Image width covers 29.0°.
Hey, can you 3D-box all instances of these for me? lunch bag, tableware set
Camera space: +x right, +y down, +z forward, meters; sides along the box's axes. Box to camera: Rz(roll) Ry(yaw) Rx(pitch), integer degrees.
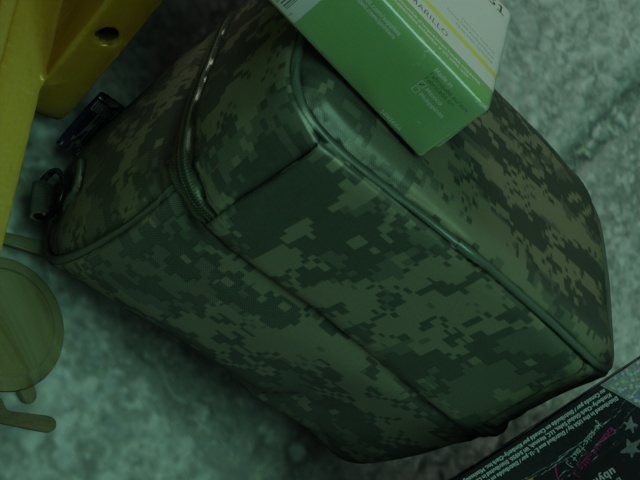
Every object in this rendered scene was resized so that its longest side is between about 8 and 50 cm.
[{"bbox_3d":[0.000,0.000,0.796,0.305,0.256,0.213,39,33,-26],"label":"lunch bag"},{"bbox_3d":[-0.248,0.042,0.748,0.194,0.039,0.128,19,60,-36],"label":"tableware set"}]

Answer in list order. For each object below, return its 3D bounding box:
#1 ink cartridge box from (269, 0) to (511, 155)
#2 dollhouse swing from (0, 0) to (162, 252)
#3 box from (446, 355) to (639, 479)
[{"bbox_3d":[0.036,-0.173,0.712,0.171,0.056,0.235,44,34,-15],"label":"ink cartridge box"},{"bbox_3d":[-0.243,-0.156,0.632,0.346,0.315,0.305,23,47,-30],"label":"dollhouse swing"},{"bbox_3d":[0.193,0.177,0.803,0.163,0.247,0.142,-34,75,8],"label":"box"}]
